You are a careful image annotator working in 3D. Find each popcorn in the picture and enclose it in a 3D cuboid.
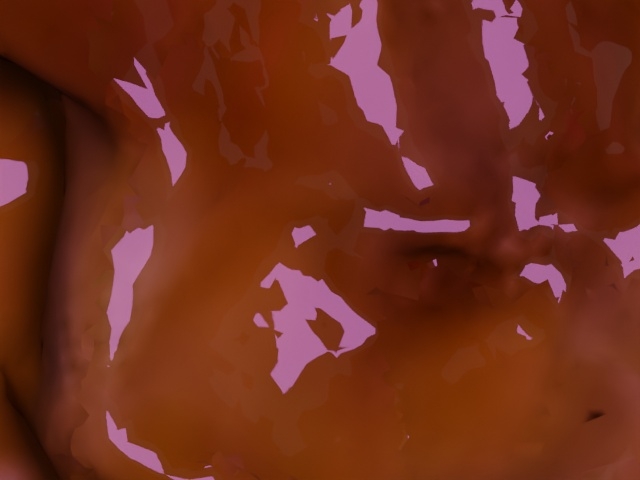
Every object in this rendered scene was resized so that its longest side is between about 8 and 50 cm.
[{"bbox_3d":[0.000,0.000,0.561,0.349,0.349,0.381,43,57,-20],"label":"popcorn"}]
